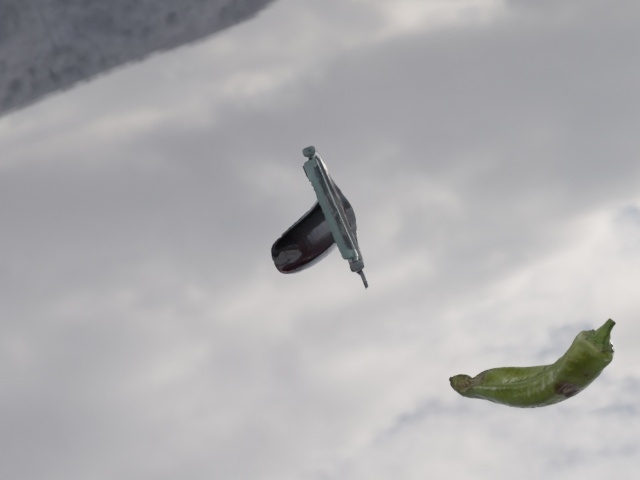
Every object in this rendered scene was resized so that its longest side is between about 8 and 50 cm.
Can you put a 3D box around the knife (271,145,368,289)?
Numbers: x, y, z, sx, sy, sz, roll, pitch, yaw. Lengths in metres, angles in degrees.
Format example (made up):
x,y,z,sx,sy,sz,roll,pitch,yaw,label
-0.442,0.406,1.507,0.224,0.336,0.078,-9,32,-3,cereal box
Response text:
x,y,z,sx,sy,sz,roll,pitch,yaw,label
0.002,-0.001,1.248,0.053,0.123,0.278,-17,174,-11,knife

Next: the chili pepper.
x,y,z,sx,sy,sz,roll,pitch,yaw,label
0.183,0.120,1.206,0.208,0.049,0.043,-30,-162,50,chili pepper
